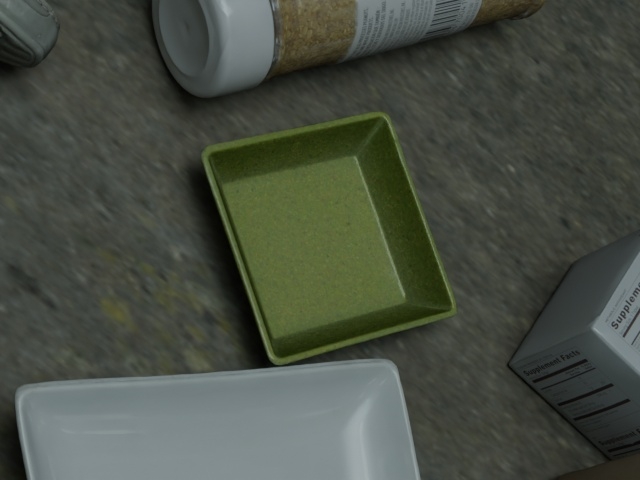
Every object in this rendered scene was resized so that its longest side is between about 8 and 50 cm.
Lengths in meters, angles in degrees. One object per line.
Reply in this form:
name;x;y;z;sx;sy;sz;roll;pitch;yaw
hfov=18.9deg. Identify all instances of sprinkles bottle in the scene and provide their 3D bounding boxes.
sprinkles bottle;0.034;-0.215;1.650;0.355;0.121;0.121;-17;81;-32

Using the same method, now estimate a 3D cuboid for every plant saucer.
plant saucer;0.000;0.000;1.601;0.188;0.045;0.188;-14;80;-31

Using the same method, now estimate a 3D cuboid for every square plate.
square plate;-0.058;0.270;1.462;0.344;0.049;0.347;-2;74;-34

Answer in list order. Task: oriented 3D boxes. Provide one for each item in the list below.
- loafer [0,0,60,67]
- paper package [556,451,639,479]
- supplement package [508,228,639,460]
loafer;-0.313;-0.269;1.492;0.319;0.112;0.111;46;67;-6
paper package;0.288;0.327;1.484;0.168;0.309;0.325;27;64;-17
supplement package;0.312;0.124;1.669;0.244;0.134;0.139;43;59;-9
